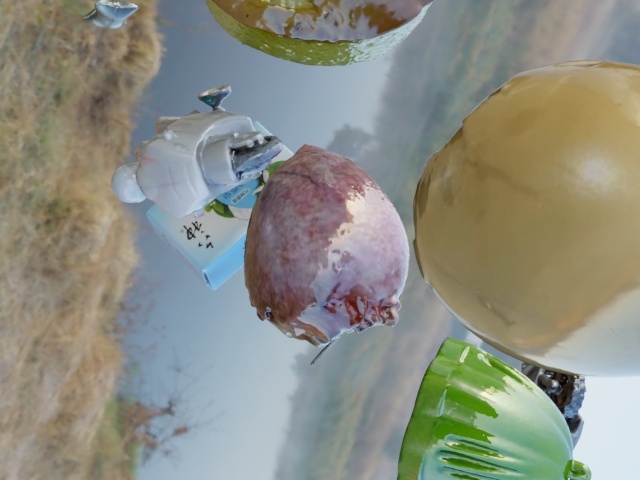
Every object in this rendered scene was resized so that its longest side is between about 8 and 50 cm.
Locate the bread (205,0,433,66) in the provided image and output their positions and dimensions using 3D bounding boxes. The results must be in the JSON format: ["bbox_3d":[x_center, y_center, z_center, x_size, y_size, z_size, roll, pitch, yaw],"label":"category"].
[{"bbox_3d":[0.001,-0.295,0.897,0.270,0.270,0.148,-64,178,-9],"label":"bread"}]

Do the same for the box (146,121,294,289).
[{"bbox_3d":[-0.131,-0.055,1.485,0.232,0.142,0.083,-41,156,-15],"label":"box"}]

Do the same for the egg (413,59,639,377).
[{"bbox_3d":[0.177,-0.011,0.605,0.244,0.201,0.201,21,-95,55],"label":"egg"}]

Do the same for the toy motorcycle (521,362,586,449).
[{"bbox_3d":[0.269,0.227,1.206,0.122,0.080,0.215,-95,-162,-60],"label":"toy motorcycle"}]

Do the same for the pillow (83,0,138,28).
[{"bbox_3d":[-0.458,-0.494,2.108,0.136,0.091,0.055,-2,-117,63],"label":"pillow"}]

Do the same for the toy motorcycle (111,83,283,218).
[{"bbox_3d":[-0.147,-0.088,1.047,0.171,0.110,0.260,-24,-161,-18],"label":"toy motorcycle"}]

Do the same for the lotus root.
[{"bbox_3d":[0.176,0.202,0.930,0.186,0.186,0.186,-62,170,-19],"label":"lotus root"}]

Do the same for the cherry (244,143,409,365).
[{"bbox_3d":[0.000,0.000,1.106,0.192,0.175,0.249,-33,-122,49],"label":"cherry"}]
